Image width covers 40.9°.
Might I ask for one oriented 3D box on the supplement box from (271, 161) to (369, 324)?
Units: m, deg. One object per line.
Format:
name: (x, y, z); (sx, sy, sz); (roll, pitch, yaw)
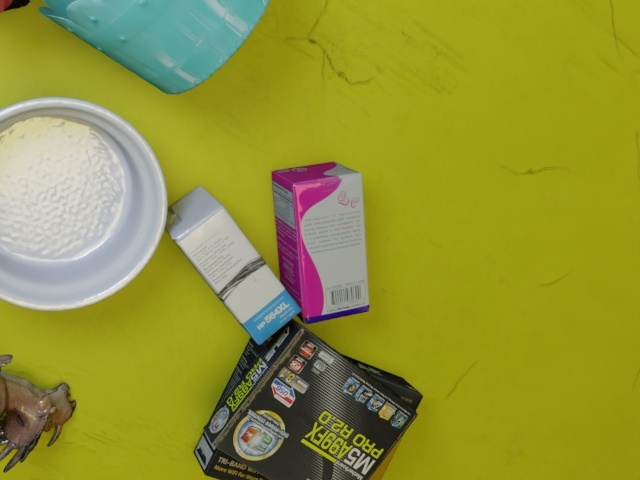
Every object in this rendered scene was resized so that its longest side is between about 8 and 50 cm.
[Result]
supplement box: (0.000, 0.000, 1.316); (0.111, 0.114, 0.220); (-10, 109, -19)

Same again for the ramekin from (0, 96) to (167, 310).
ramekin: (-0.353, -0.058, 1.139); (0.277, 0.135, 0.277); (-6, 108, -21)

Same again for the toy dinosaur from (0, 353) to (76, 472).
toy dinosaur: (-0.495, 0.240, 1.176); (0.296, 0.127, 0.200); (-12, 116, -14)

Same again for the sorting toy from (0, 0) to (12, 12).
sorting toy: (-0.482, -0.341, 0.925); (0.366, 0.126, 0.127); (9, 134, 4)

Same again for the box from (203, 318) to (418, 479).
box: (-0.010, 0.279, 1.326); (0.270, 0.060, 0.216); (39, 87, -26)

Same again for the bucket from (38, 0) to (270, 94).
bucket: (-0.194, -0.331, 1.060); (0.183, 0.281, 0.281); (35, 90, -36)

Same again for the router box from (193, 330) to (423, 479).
router box: (-0.016, 0.301, 1.410); (0.309, 0.081, 0.243); (24, 94, -26)

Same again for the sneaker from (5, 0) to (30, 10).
sneaker: (-0.379, -0.412, 1.033); (0.146, 0.102, 0.293); (-3, 127, -37)

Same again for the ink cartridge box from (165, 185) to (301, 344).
ink cartridge box: (-0.135, 0.033, 1.248); (0.086, 0.148, 0.203); (-38, 116, -8)
